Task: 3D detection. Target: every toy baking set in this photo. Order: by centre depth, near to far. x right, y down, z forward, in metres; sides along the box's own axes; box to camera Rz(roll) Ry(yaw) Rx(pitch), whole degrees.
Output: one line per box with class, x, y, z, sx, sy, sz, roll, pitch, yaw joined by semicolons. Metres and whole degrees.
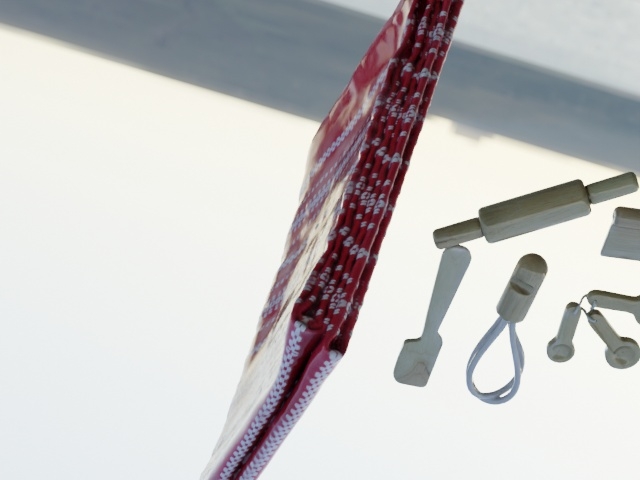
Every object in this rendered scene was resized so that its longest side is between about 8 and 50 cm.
toy baking set;0.171;0.045;1.482;0.256;0.197;0.030;-13;-146;6

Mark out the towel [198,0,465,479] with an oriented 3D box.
towel;0.000;0.000;0.932;0.031;0.199;0.275;25;-131;-6
